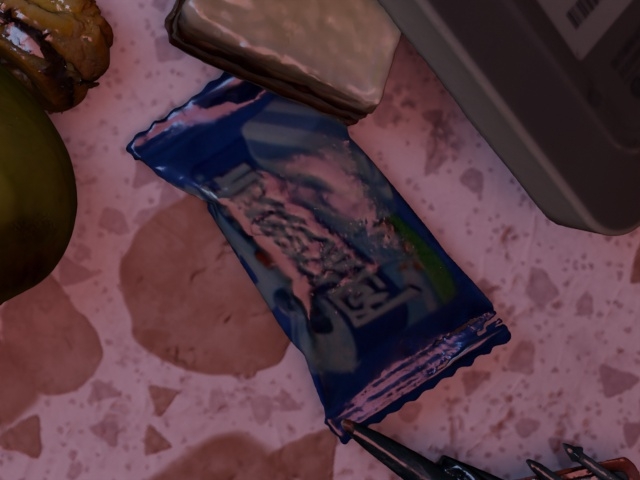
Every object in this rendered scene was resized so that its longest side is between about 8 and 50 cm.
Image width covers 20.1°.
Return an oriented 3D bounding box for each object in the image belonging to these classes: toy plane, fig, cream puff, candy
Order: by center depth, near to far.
[{"bbox_3d":[-0.320,-0.061,1.404,0.239,0.239,0.271,-18,104,-5],"label":"fig"},{"bbox_3d":[0.004,-0.272,1.457,0.179,0.135,0.321,19,82,-10],"label":"candy"},{"bbox_3d":[-0.232,-0.169,1.468,0.104,0.119,0.133,-51,120,-23],"label":"cream puff"},{"bbox_3d":[0.000,0.000,1.540,0.187,0.077,0.331,-35,98,-4],"label":"candy"},{"bbox_3d":[0.152,0.245,1.552,0.326,0.104,0.223,34,91,-21],"label":"toy plane"}]

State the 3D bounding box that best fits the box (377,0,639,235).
[{"bbox_3d":[0.231,-0.242,1.444,0.367,0.090,0.373,-50,117,-17],"label":"box"}]
